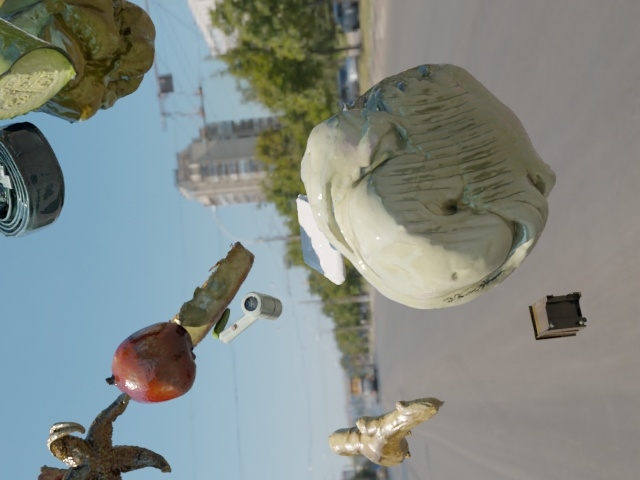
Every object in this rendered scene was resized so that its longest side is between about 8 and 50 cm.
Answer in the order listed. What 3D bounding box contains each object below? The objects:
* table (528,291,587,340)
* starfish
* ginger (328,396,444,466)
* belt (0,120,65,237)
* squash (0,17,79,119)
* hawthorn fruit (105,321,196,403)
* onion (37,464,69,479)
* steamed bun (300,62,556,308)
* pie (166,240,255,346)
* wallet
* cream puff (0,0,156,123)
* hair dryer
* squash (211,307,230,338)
[{"bbox_3d":[0.453,0.144,1.676,0.082,0.083,0.070,108,156,-70],"label":"table"},{"bbox_3d":[-0.287,0.315,1.217,0.189,0.146,0.074,70,156,11],"label":"starfish"},{"bbox_3d":[0.136,0.399,1.822,0.081,0.148,0.333,-49,-1,-40],"label":"ginger"},{"bbox_3d":[-0.603,-0.114,1.766,0.206,0.116,0.267,50,139,16],"label":"belt"},{"bbox_3d":[-0.477,-0.254,1.193,0.137,0.288,0.137,-46,-26,-31],"label":"squash"},{"bbox_3d":[-0.345,0.254,1.788,0.169,0.188,0.169,165,90,-79],"label":"hawthorn fruit"},{"bbox_3d":[-0.418,0.547,1.444,0.267,0.159,0.348,-2,-110,-45],"label":"onion"},{"bbox_3d":[0.136,-0.067,1.266,0.352,0.339,0.247,53,145,15],"label":"steamed bun"},{"bbox_3d":[-0.251,0.130,2.007,0.315,0.092,0.315,-52,4,5],"label":"pie"},{"bbox_3d":[0.000,0.000,1.770,0.124,0.032,0.182,34,146,37],"label":"wallet"},{"bbox_3d":[-0.529,-0.432,1.852,0.378,0.379,0.275,-91,0,-49],"label":"cream puff"},{"bbox_3d":[-0.143,0.150,1.656,0.047,0.137,0.082,59,-164,24],"label":"hair dryer"},{"bbox_3d":[-0.233,0.195,2.077,0.027,0.027,0.089,82,-156,-43],"label":"squash"}]
